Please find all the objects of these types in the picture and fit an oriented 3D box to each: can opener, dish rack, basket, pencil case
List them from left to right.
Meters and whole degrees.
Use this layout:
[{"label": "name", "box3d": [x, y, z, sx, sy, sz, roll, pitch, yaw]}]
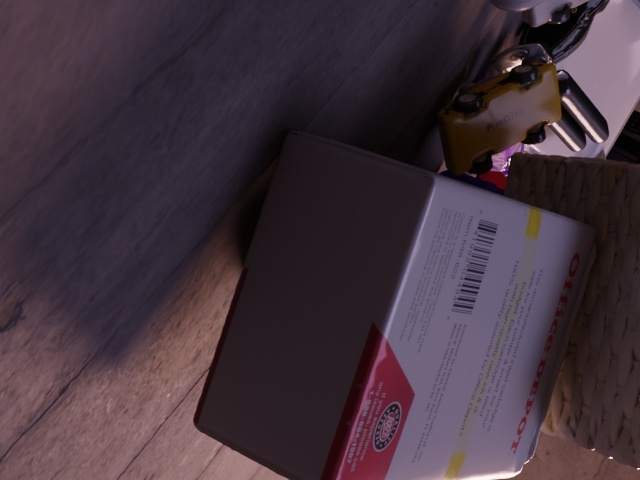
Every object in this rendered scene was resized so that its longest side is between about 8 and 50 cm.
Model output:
[{"label": "pencil case", "box3d": [0.244, -0.156, 1.773, 0.086, 0.088, 0.206, -20, 163, 5]}, {"label": "can opener", "box3d": [0.327, -0.193, 1.797, 0.280, 0.074, 0.093, 32, 47, -51]}, {"label": "dish rack", "box3d": [0.412, -0.244, 1.963, 0.285, 0.072, 0.333, 29, 92, -46]}, {"label": "basket", "box3d": [0.371, 0.082, 1.415, 0.266, 0.328, 0.331, 8, 92, -32]}]

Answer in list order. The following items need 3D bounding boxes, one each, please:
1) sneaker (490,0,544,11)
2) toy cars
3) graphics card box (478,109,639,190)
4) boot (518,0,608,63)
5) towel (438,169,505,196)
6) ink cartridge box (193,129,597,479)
[{"label": "sneaker", "box3d": [0.259, -0.324, 1.453, 0.258, 0.094, 0.091, -52, 160, -35]}, {"label": "toy cars", "box3d": [0.259, -0.254, 1.615, 0.176, 0.087, 0.394, 28, 91, -41]}, {"label": "graphics card box", "box3d": [0.447, -0.144, 2.246, 0.371, 0.232, 0.094, -47, 157, -48]}, {"label": "boot", "box3d": [0.351, -0.368, 1.761, 0.236, 0.085, 0.178, -49, 155, -11]}, {"label": "towel", "box3d": [0.214, 0.039, 1.693, 0.076, 0.308, 0.228, 32, 87, -34]}, {"label": "ink cartridge box", "box3d": [0.089, 0.077, 1.206, 0.384, 0.160, 0.279, 13, 96, -57]}]
